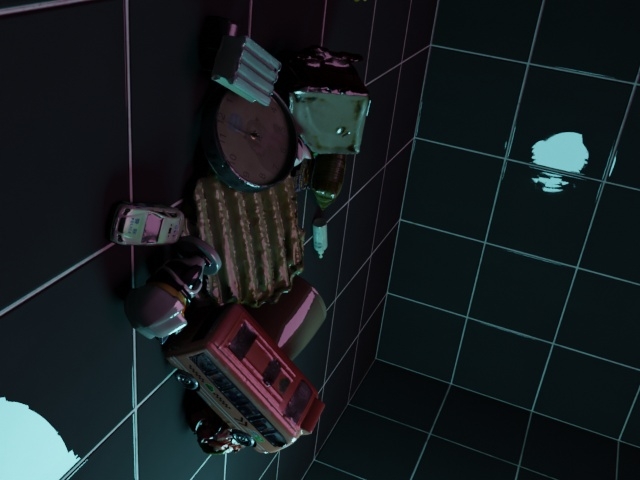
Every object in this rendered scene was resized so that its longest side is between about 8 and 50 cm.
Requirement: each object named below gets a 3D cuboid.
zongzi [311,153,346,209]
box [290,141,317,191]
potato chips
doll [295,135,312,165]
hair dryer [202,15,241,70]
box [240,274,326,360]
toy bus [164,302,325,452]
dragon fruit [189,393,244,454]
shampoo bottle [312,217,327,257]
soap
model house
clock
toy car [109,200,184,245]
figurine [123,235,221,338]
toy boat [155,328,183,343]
[{"bbox_3d":[0.033,-0.249,2.552,0.241,0.111,0.247,109,-6,-79],"label":"zongzi"},{"bbox_3d":[-0.103,-0.244,2.133,0.310,0.084,0.198,-24,127,-67],"label":"box"},{"bbox_3d":[-0.198,-0.036,1.794,0.358,0.070,0.429,-14,101,-31],"label":"potato chips"},{"bbox_3d":[-0.125,-0.251,1.917,0.110,0.181,0.107,-49,137,-64],"label":"doll"},{"bbox_3d":[-0.208,-0.450,1.676,0.219,0.071,0.124,-25,131,-76],"label":"hair dryer"},{"bbox_3d":[-0.159,0.224,2.073,0.216,0.301,0.301,-54,155,-29],"label":"box"},{"bbox_3d":[-0.193,0.369,1.899,0.427,0.233,0.203,51,45,-21],"label":"toy bus"},{"bbox_3d":[-0.270,0.487,2.096,0.234,0.234,0.293,52,45,-69],"label":"dragon fruit"},{"bbox_3d":[0.000,0.000,2.707,0.195,0.056,0.056,86,26,-45],"label":"shampoo bottle"},{"bbox_3d":[-0.165,-0.387,1.607,0.198,0.063,0.114,15,92,-70],"label":"soap"},{"bbox_3d":[-0.023,-0.425,2.008,0.297,0.317,0.282,-59,-137,47],"label":"model house"},{"bbox_3d":[-0.168,-0.257,1.740,0.280,0.055,0.280,8,79,-45],"label":"clock"},{"bbox_3d":[-0.367,-0.032,1.533,0.224,0.076,0.090,-3,109,-72],"label":"toy car"},{"bbox_3d":[-0.344,0.111,1.604,0.133,0.176,0.236,48,51,-21],"label":"figurine"},{"bbox_3d":[-0.364,0.192,1.755,0.059,0.066,0.140,72,39,-67],"label":"toy boat"}]
